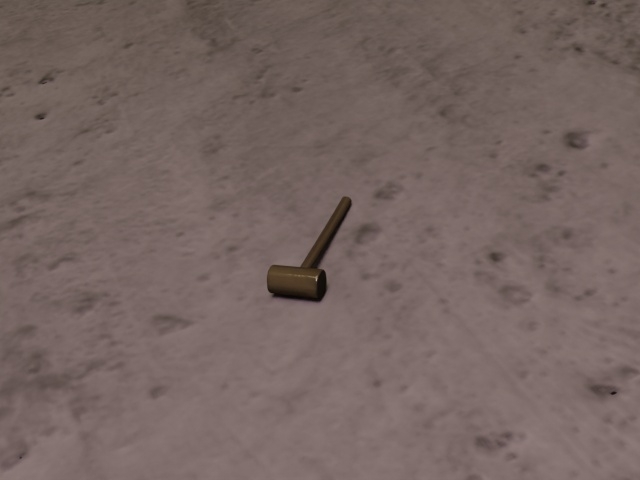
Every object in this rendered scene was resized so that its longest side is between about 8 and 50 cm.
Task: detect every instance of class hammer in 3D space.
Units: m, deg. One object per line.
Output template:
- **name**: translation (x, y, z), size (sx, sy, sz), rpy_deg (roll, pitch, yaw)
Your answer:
- **hammer**: translation (0.000, 0.000, 0.686), size (0.036, 0.019, 0.110), rpy_deg (5, 37, 21)
